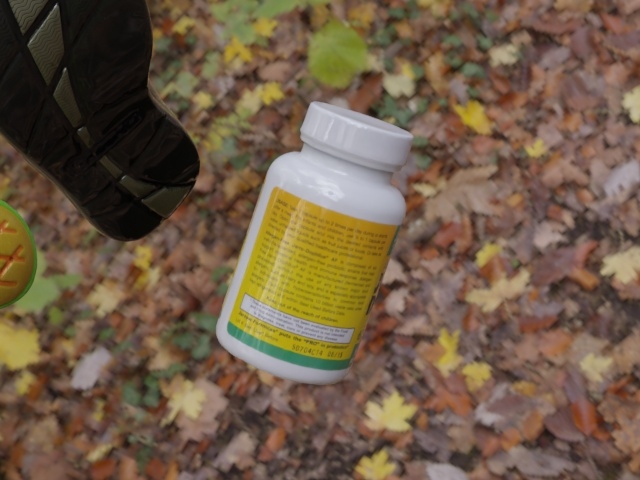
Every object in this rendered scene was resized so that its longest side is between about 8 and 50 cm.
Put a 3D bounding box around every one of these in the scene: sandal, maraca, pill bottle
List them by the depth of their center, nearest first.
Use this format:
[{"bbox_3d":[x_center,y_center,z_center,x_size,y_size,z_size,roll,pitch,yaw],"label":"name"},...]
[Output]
[{"bbox_3d":[-0.165,-0.101,0.818,0.120,0.303,0.086,-37,62,-13],"label":"sandal"},{"bbox_3d":[0.000,0.000,1.004,0.117,0.117,0.208,29,105,44],"label":"pill bottle"},{"bbox_3d":[-0.426,-0.003,1.544,0.127,0.186,0.099,-24,6,-14],"label":"maraca"}]
